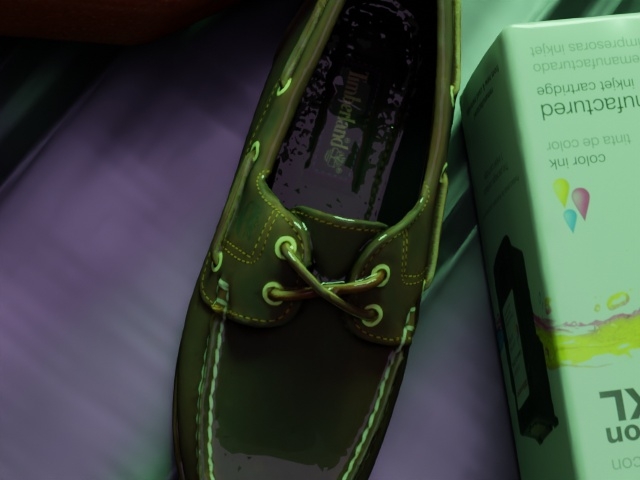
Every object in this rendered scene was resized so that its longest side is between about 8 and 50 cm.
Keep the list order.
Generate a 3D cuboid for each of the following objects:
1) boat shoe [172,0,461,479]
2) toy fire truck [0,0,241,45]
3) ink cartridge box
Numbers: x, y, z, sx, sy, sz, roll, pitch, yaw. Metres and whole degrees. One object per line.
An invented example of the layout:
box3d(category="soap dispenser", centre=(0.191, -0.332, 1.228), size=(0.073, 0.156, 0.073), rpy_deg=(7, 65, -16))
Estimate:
box3d(category="boat shoe", centre=(0.000, 0.000, 0.535), size=(0.073, 0.073, 0.207), rpy_deg=(12, 76, -6))
box3d(category="toy fire truck", centre=(-0.055, -0.212, 0.549), size=(0.254, 0.169, 0.302), rpy_deg=(0, 75, -26))
box3d(category="ink cartridge box", centre=(0.125, 0.019, 0.544), size=(0.127, 0.072, 0.175), rpy_deg=(-6, 76, -9))
